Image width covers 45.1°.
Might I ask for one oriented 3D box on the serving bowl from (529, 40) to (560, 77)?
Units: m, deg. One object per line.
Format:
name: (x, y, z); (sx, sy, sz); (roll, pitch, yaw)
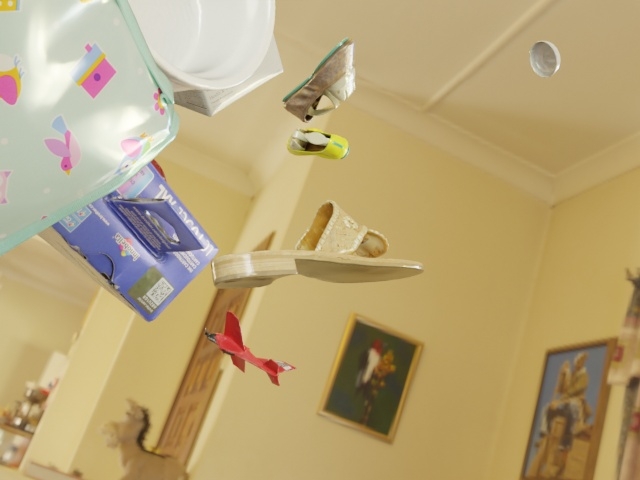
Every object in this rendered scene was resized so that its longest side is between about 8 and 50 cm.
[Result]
serving bowl: (0.510, -0.411, 1.736); (0.083, 0.027, 0.083); (45, -32, 38)

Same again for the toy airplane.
toy airplane: (-0.107, 0.167, 1.128); (0.151, 0.028, 0.151); (22, -37, 17)

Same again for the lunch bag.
lunch bag: (-0.247, -0.111, 0.525); (0.160, 0.262, 0.223); (53, -13, 46)

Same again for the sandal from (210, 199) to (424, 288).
sandal: (0.004, -0.002, 0.746); (0.240, 0.079, 0.088); (-1, -14, -36)

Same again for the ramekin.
ramekin: (-0.194, -0.310, 0.935); (0.135, 0.277, 0.277); (-3, -30, 37)

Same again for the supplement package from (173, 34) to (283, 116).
supplement package: (-0.206, -0.379, 1.451); (0.149, 0.194, 0.203); (25, -37, 41)

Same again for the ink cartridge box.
ink cartridge box: (-0.318, -0.061, 1.035); (0.396, 0.151, 0.270); (30, -19, 40)

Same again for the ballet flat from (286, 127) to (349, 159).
ballet flat: (-0.025, -0.249, 1.924); (0.077, 0.077, 0.231); (21, -3, -43)

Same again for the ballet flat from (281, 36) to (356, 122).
ballet flat: (0.020, -0.369, 1.829); (0.106, 0.107, 0.316); (49, -30, -7)

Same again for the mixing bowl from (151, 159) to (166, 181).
mixing bowl: (-0.483, -0.128, 1.908); (0.182, 0.181, 0.098); (14, 13, 14)
